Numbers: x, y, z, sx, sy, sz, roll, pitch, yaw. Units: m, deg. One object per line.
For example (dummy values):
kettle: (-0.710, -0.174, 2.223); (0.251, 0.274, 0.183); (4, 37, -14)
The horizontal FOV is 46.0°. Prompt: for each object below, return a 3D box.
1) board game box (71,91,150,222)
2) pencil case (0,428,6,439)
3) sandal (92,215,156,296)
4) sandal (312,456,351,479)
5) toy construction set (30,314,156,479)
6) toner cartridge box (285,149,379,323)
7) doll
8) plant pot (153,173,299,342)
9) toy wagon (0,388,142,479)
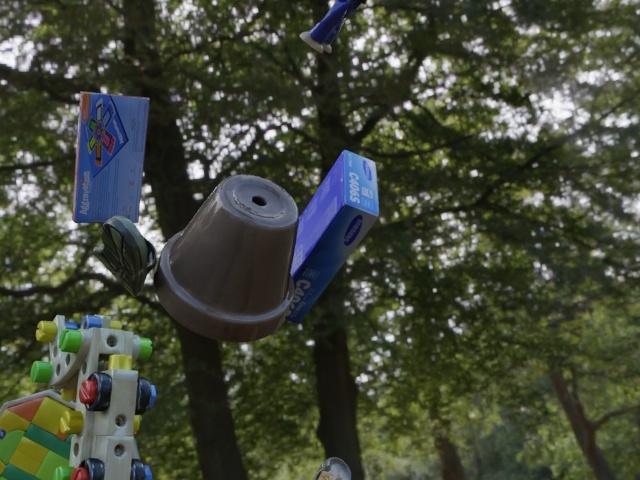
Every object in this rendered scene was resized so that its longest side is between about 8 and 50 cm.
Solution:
board game box: (-0.455, -0.175, 1.636); (0.145, 0.281, 0.027); (-1, 18, -34)
pencil case: (-0.414, 0.227, 0.718); (0.209, 0.095, 0.098); (-45, 6, -28)
sandal: (-0.335, 0.022, 1.353); (0.086, 0.120, 0.303); (-43, 3, -25)
sandal: (0.020, 0.377, 1.140); (0.049, 0.072, 0.180); (-44, 1, 20)
toy construction set: (-0.295, 0.248, 0.988); (0.151, 0.327, 0.215); (-4, -9, -42)
toner cartridge box: (0.000, 0.000, 1.524); (0.075, 0.165, 0.347); (19, -48, -18)
doll: (0.047, -0.346, 1.041); (0.189, 0.046, 0.129); (-51, -6, 22)
plant pot: (-0.142, 0.014, 1.351); (0.263, 0.263, 0.229); (1, -48, -34)
toy wagon: (-0.415, 0.404, 1.305); (0.345, 0.267, 0.068); (28, -8, 1)
